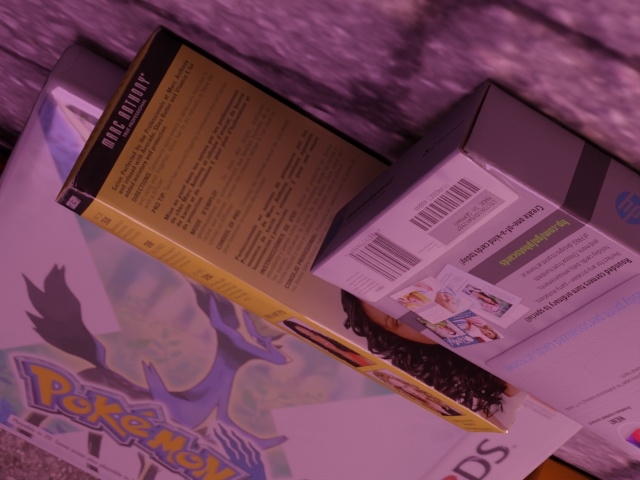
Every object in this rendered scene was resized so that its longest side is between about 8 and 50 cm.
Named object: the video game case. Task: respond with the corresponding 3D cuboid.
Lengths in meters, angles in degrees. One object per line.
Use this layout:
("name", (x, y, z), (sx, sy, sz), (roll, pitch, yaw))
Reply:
("video game case", (-0.046, 0.072, 0.898), (0.329, 0.036, 0.300), (29, 136, -7))

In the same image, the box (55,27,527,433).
("box", (0.000, 0.000, 0.743), (0.232, 0.087, 0.058), (29, 167, -10))

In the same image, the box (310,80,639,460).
("box", (0.107, 0.022, 0.662), (0.186, 0.038, 0.145), (31, 151, -10))

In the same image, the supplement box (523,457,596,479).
("supplement box", (0.168, 0.286, 1.201), (0.129, 0.194, 0.191), (27, 165, 2))

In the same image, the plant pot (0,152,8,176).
("plant pot", (-0.259, 0.020, 1.075), (0.174, 0.191, 0.191), (28, 167, -32))
